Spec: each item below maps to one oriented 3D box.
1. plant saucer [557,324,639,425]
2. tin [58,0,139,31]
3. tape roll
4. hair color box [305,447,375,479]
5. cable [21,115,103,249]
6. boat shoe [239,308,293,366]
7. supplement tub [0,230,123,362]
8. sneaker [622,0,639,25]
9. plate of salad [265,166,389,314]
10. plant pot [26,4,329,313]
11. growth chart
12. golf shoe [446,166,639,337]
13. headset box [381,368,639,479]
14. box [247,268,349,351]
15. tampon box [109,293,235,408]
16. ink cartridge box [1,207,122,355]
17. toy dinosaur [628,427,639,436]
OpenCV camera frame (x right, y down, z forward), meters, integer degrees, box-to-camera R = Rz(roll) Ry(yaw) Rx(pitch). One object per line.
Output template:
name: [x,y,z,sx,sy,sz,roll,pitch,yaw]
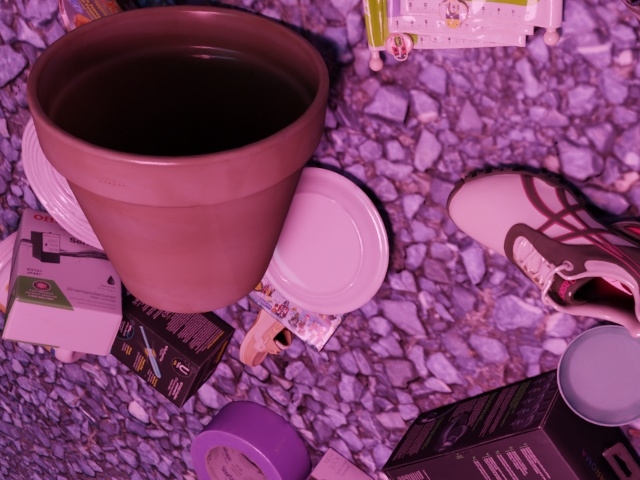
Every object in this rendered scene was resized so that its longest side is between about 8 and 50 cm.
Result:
plant saucer: [0.334,0.154,1.022,0.119,0.021,0.119,2,98,11]
tin: [-0.268,-0.269,1.167,0.106,0.040,0.190,-27,102,46]
tape roll: [-0.114,0.362,1.451,0.189,0.080,0.189,18,128,24]
hair color box: [0.092,0.492,1.326,0.338,0.185,0.110,33,132,11]
cable: [-0.306,-0.099,1.247,0.257,0.089,0.257,17,136,24]
boat shoe: [-0.067,0.135,1.280,0.059,0.063,0.170,39,133,14]
supplement tub: [-0.438,0.087,1.442,0.199,0.144,0.144,39,133,6]
sneaker: [0.295,-0.220,0.759,0.111,0.121,0.300,-30,100,43]
plate of salad: [0.000,0.000,1.148,0.199,0.048,0.200,10,113,25]
plant pot: [-0.154,-0.075,1.033,0.323,0.323,0.280,22,133,21]
growth chart: [0.138,-0.267,0.905,0.237,0.021,0.172,1,118,33]
golf shoe: [0.251,0.007,0.944,0.272,0.120,0.105,23,131,22]
headset box: [0.269,0.317,1.126,0.283,0.131,0.246,-31,99,43]
box: [-0.027,0.073,1.203,0.137,0.027,0.094,36,96,8]
tampon box: [-0.237,0.155,1.380,0.161,0.101,0.120,36,133,8]
ink cartridge box: [-0.377,0.058,1.307,0.153,0.208,0.087,12,125,-24]
toy dinosaur: [0.464,0.261,0.909,0.295,0.200,0.127,24,130,20]
